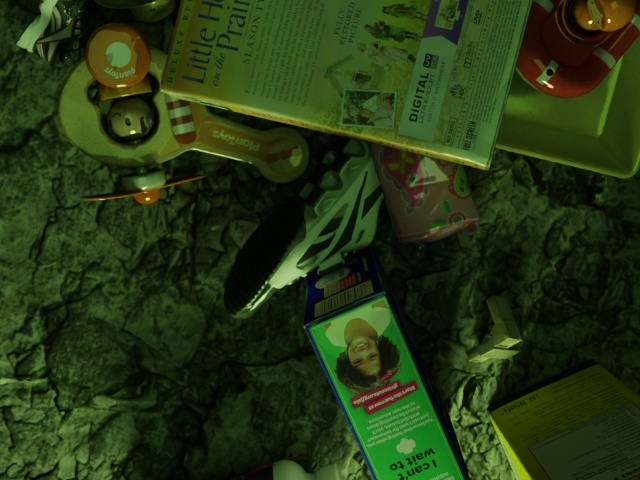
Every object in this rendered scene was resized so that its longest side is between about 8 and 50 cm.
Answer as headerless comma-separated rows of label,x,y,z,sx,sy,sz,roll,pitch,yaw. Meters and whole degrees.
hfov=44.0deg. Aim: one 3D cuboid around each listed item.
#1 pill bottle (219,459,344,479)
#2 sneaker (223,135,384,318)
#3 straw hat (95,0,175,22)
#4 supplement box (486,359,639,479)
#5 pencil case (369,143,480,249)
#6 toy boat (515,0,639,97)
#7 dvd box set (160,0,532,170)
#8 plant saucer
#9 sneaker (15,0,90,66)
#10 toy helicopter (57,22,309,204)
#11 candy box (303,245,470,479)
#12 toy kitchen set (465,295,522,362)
pill bottle,-0.111,0.443,1.185,0.323,0.181,0.181,-19,100,0
sneaker,0.000,0.000,1.136,0.146,0.122,0.330,37,96,-33
straw hat,-0.238,-0.339,1.099,0.144,0.144,0.061,-17,138,0
supplement box,0.393,0.341,1.101,0.194,0.356,0.195,-24,100,2
pencil case,0.125,-0.134,1.046,0.124,0.124,0.284,-15,87,0
toy boat,0.349,-0.292,1.011,0.151,0.151,0.231,37,96,-8
dvd box set,0.039,-0.280,0.973,0.420,0.062,0.308,14,90,10
plant saucer,0.327,-0.286,1.128,0.332,0.081,0.333,13,99,-4
sneaker,-0.341,-0.303,1.079,0.077,0.072,0.178,38,141,-21
toy helicopter,-0.188,-0.142,1.110,0.355,0.140,0.235,15,93,-18
candy box,0.092,0.195,1.106,0.122,0.268,0.317,-25,100,5
toy kitchen set,0.271,0.141,1.230,0.068,0.075,0.083,13,141,-40
